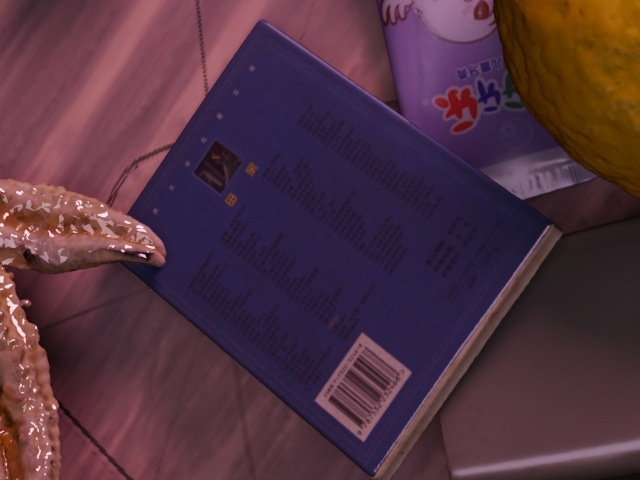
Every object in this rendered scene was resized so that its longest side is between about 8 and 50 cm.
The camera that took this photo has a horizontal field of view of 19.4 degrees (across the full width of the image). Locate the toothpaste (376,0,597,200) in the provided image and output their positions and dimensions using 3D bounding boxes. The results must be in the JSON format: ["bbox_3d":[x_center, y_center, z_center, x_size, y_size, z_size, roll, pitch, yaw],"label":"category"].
[{"bbox_3d":[0.077,-0.201,1.216,0.125,0.080,0.371,-16,98,3],"label":"toothpaste"}]

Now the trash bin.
[{"bbox_3d":[0.194,0.078,1.165,0.240,0.122,0.164,-14,69,9],"label":"trash bin"}]

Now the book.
[{"bbox_3d":[0.000,0.000,1.186,0.269,0.025,0.191,38,96,33],"label":"book"}]

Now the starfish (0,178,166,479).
[{"bbox_3d":[-0.325,0.014,1.206,0.432,0.082,0.324,28,70,2],"label":"starfish"}]

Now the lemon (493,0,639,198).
[{"bbox_3d":[0.223,-0.155,1.100,0.253,0.310,0.253,2,128,2],"label":"lemon"}]
